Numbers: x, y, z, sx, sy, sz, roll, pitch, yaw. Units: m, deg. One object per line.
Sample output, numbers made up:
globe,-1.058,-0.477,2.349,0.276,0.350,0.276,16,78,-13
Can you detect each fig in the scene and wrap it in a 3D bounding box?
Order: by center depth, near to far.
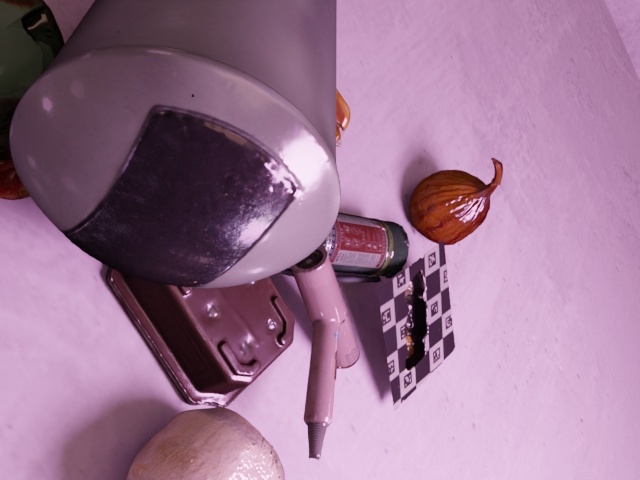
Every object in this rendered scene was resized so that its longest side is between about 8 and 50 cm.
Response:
fig,0.257,-0.077,1.012,0.133,0.201,0.146,48,46,-11

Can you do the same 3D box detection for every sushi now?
sushi,0.139,0.127,0.938,0.192,0.051,0.215,-31,120,-41

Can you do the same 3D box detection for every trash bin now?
trash bin,-0.112,-0.161,0.600,0.280,0.280,0.431,33,45,-32

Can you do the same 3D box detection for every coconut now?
coconut,-0.126,0.270,0.615,0.162,0.161,0.161,-45,110,-37

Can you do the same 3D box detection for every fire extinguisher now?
fire extinguisher,0.000,0.000,0.831,0.295,0.093,0.118,8,77,-40

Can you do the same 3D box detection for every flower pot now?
flower pot,-0.125,0.071,0.710,0.179,0.084,0.250,-40,107,-40

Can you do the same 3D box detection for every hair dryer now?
hair dryer,-0.007,0.147,0.732,0.220,0.054,0.195,-73,152,-49

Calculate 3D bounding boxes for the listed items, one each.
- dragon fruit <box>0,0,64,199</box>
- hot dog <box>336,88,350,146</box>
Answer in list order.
dragon fruit,-0.355,-0.162,0.540,0.295,0.130,0.268,-13,84,-42
hot dog,-0.031,-0.242,0.884,0.092,0.062,0.235,-41,105,-40
